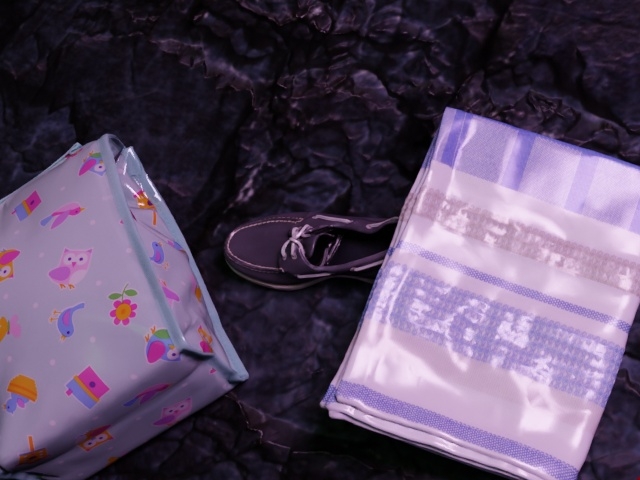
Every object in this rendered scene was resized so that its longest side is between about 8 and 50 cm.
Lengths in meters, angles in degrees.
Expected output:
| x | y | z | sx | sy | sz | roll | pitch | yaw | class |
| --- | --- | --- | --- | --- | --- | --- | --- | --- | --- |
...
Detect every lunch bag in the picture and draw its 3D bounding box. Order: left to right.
| x | y | z | sx | sy | sz | roll | pitch | yaw | class |
| --- | --- | --- | --- | --- | --- | --- | --- | --- | --- |
| -0.221 | 0.057 | 1.355 | 0.223 | 0.160 | 0.262 | -33 | 62 | 9 | lunch bag |

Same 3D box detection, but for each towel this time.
| x | y | z | sx | sy | sz | roll | pitch | yaw | class |
| --- | --- | --- | --- | --- | --- | --- | --- | --- | --- |
| 0.145 | 0.043 | 1.219 | 0.209 | 0.034 | 0.285 | 20 | 75 | 11 | towel |

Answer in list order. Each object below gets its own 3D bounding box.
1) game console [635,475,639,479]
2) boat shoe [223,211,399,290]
| x | y | z | sx | sy | sz | roll | pitch | yaw | class |
| --- | --- | --- | --- | --- | --- | --- | --- | --- | --- |
| 0.298 | 0.217 | 1.109 | 0.124 | 0.085 | 0.144 | -18 | 54 | -19 | game console |
| 0.000 | 0.000 | 1.328 | 0.206 | 0.065 | 0.075 | 3 | 67 | 27 | boat shoe |
